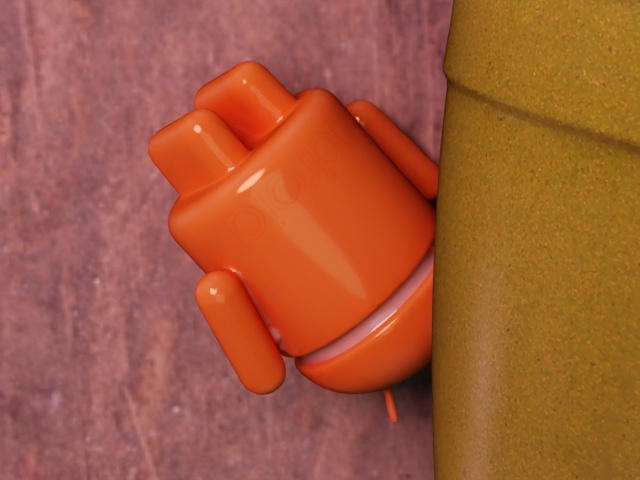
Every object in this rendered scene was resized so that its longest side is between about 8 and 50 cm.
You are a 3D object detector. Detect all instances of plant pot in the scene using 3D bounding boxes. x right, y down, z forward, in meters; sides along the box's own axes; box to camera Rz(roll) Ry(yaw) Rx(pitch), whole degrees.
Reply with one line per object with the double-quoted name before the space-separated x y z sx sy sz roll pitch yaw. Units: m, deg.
"plant pot" 0.207 0.054 0.707 0.367 0.366 0.353 10 103 -6

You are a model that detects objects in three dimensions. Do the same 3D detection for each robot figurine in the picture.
"robot figurine" -0.001 0.001 0.809 0.128 0.158 0.219 -36 105 24
